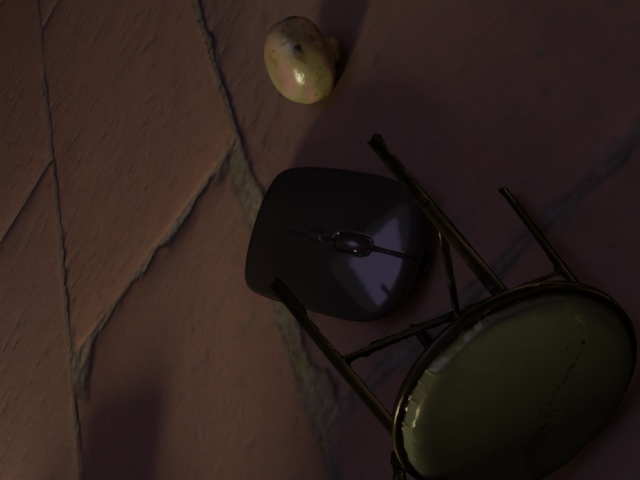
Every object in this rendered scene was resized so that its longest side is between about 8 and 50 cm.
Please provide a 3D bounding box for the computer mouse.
[{"bbox_3d":[-0.001,0.000,0.727,0.232,0.057,0.120,13,86,55],"label":"computer mouse"}]

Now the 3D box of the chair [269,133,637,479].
[{"bbox_3d":[0.100,0.093,0.471,0.170,0.160,0.325,-58,33,20],"label":"chair"}]

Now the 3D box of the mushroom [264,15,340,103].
[{"bbox_3d":[-0.016,-0.171,0.817,0.083,0.067,0.083,53,153,42],"label":"mushroom"}]
